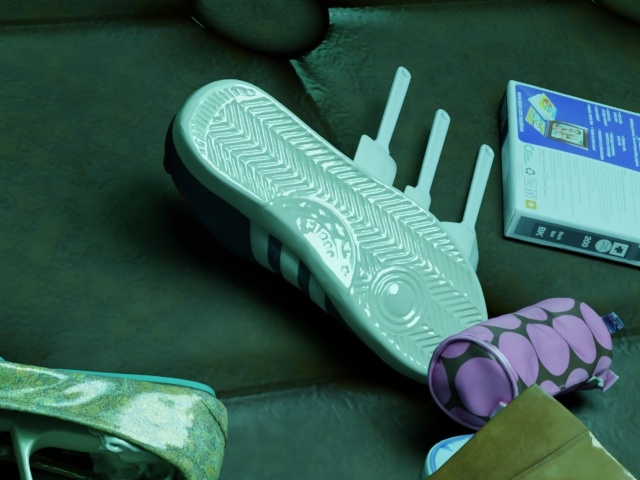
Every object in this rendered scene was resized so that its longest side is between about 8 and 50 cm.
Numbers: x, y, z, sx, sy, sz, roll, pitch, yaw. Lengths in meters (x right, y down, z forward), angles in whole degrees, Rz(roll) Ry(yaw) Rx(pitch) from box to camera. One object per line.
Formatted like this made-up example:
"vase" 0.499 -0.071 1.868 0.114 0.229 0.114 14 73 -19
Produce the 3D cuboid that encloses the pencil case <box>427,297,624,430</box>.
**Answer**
"pencil case" 0.179 0.108 1.680 0.209 0.095 0.098 -15 66 -54

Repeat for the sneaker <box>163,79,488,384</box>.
"sneaker" 0.000 0.000 1.750 0.350 0.148 0.131 45 67 -6

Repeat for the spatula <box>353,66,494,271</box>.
"spatula" 0.105 -0.064 1.881 0.168 0.019 0.242 40 32 -14

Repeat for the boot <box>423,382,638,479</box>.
"boot" 0.129 0.270 1.445 0.280 0.096 0.264 -31 45 -8

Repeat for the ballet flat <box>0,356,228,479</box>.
"ballet flat" -0.243 0.146 1.503 0.348 0.123 0.123 10 43 -11

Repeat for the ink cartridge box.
"ink cartridge box" 0.286 -0.063 1.975 0.208 0.045 0.206 12 42 -8

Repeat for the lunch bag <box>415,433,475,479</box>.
"lunch bag" 0.175 0.253 1.562 0.176 0.090 0.219 -6 48 -28
